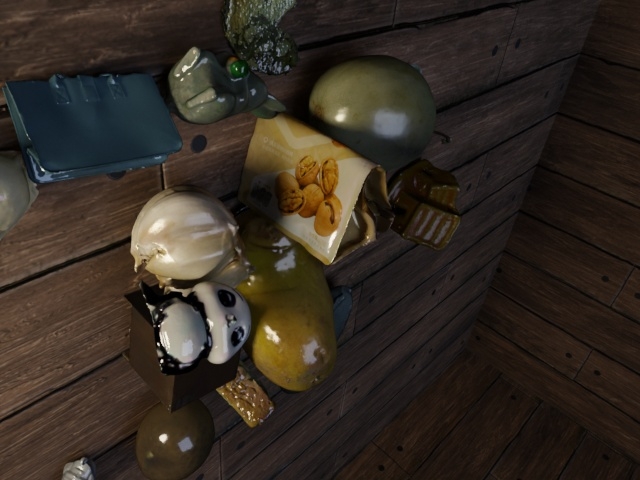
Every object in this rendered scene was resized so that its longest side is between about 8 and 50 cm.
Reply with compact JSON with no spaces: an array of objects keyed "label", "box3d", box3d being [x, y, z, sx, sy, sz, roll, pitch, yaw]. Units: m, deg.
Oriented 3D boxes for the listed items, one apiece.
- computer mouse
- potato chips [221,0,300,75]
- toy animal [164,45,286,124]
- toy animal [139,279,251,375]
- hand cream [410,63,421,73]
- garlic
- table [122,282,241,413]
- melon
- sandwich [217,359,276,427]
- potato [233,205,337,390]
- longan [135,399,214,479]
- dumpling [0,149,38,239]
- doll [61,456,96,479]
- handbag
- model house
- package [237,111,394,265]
[{"label":"computer mouse","box3d":[-0.031,0.290,1.566,0.374,0.114,0.203,-57,147,-15]},{"label":"potato chips","box3d":[-0.093,-0.408,0.935,0.202,0.029,0.220,-41,143,-23]},{"label":"toy animal","box3d":[-0.158,-0.267,0.908,0.251,0.126,0.126,-18,115,-61]},{"label":"toy animal","box3d":[-0.210,0.137,0.882,0.179,0.138,0.166,-9,91,-27]},{"label":"hand cream","box3d":[0.257,-0.409,1.401,0.076,0.047,0.174,-52,157,-12]},{"label":"garlic","box3d":[-0.254,0.002,0.953,0.203,0.185,0.281,-27,163,-9]},{"label":"table","box3d":[-0.287,0.203,1.057,0.172,0.193,0.169,-20,133,-45]},{"label":"melon","box3d":[0.118,-0.281,1.121,0.308,0.271,0.272,9,111,-62]},{"label":"sandwich","box3d":[-0.246,0.339,1.313,0.099,0.289,0.254,-40,-170,-13]},{"label":"potato","box3d":[-0.065,0.147,1.165,0.289,0.296,0.398,-9,131,-30]},{"label":"longan","box3d":[-0.351,0.476,1.228,0.198,0.198,0.213,-23,130,-42]},{"label":"dumpling","box3d":[-0.461,-0.045,0.671,0.181,0.111,0.155,-21,131,-36]},{"label":"doll","box3d":[-0.551,0.551,1.133,0.180,0.079,0.094,-60,177,18]},{"label":"handbag","box3d":[-0.324,-0.172,0.744,0.221,0.057,0.144,-21,95,-43]},{"label":"model house","box3d":[0.330,-0.106,1.580,0.173,0.239,0.268,17,105,-57]},{"label":"package","box3d":[-0.001,-0.117,1.047,0.164,0.311,0.222,-5,121,-50]}]
